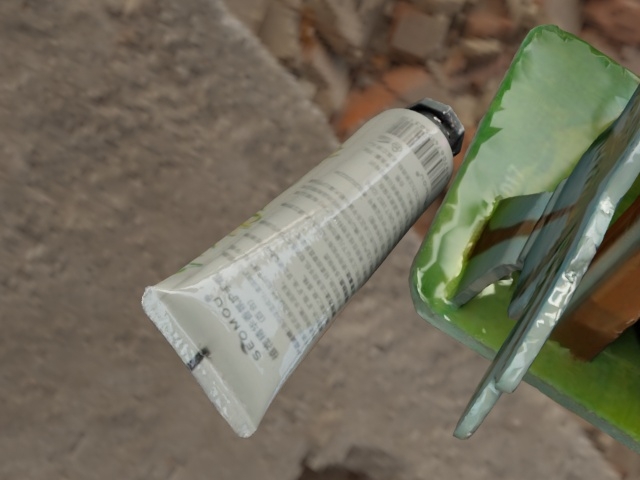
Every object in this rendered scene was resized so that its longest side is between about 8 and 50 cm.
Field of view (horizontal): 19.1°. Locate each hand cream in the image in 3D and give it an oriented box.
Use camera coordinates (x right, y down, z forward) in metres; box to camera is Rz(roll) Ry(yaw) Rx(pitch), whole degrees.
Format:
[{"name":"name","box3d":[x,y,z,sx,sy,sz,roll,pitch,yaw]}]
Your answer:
[{"name":"hand cream","box3d":[0.000,0.000,0.755,0.194,0.042,0.067,-44,107,-44]}]

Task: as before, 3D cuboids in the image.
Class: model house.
[{"name":"model house","box3d":[0.226,0.008,0.788,0.340,0.300,0.323,-62,-175,-36]}]
